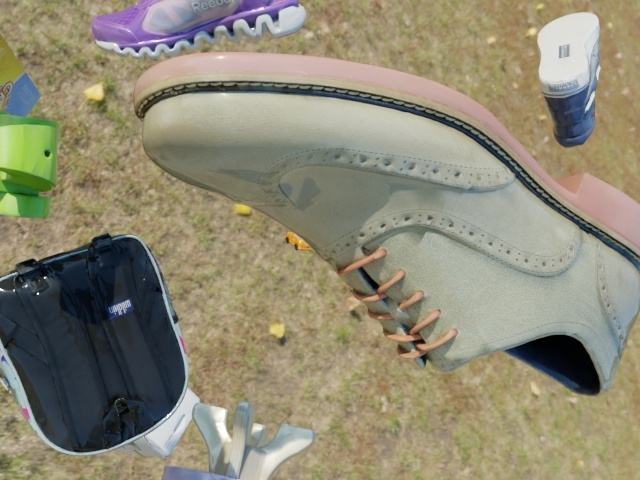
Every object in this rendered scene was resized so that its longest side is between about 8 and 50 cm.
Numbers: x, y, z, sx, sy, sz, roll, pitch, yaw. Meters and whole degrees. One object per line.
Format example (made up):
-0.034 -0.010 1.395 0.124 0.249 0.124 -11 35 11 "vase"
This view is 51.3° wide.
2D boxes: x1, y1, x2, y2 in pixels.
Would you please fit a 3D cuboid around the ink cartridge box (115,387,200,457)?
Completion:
-0.411 0.414 1.567 0.092 0.217 0.159 55 46 -30 "ink cartridge box"

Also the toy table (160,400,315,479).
-0.154 0.420 1.298 0.274 0.252 0.161 15 63 0 "toy table"

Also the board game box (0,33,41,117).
-0.652 -0.253 1.237 0.064 0.316 0.242 30 77 -2 "board game box"

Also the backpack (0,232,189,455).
-0.299 0.142 0.871 0.225 0.191 0.254 -22 89 -29 "backpack"

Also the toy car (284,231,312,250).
0.000 0.000 1.202 0.121 0.060 0.041 10 107 -20 "toy car"

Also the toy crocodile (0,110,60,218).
-0.395 -0.098 0.776 0.105 0.340 0.115 4 97 -48 "toy crocodile"

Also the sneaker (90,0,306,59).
-0.138 -0.266 0.729 0.095 0.236 0.105 -101 180 -56 "sneaker"

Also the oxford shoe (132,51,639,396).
0.068 0.004 0.428 0.396 0.140 0.147 18 73 -21 "oxford shoe"

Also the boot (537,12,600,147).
0.285 -0.188 0.766 0.190 0.069 0.086 -59 138 -43 "boot"
